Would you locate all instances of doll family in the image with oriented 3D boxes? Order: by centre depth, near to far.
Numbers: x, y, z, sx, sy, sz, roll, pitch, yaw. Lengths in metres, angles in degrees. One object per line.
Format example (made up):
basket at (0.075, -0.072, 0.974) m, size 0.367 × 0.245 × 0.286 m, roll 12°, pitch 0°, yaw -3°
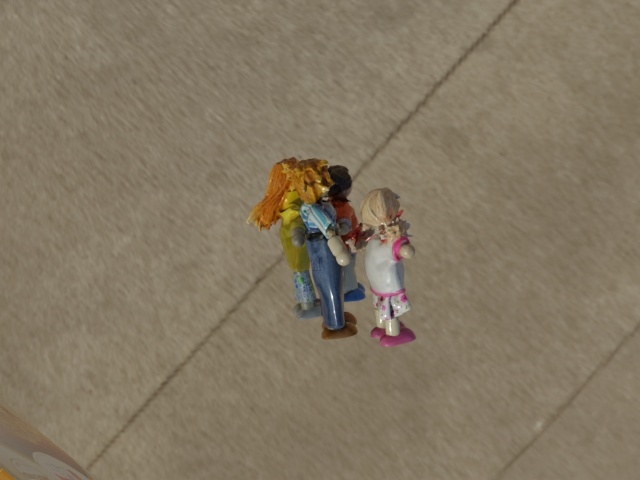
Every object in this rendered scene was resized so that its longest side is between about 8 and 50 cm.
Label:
doll family at (0.000, 0.000, 1.055) m, size 0.118 × 0.263 × 0.163 m, roll -11°, pitch 102°, yaw -12°

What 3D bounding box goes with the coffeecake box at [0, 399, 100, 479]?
coffeecake box at (-0.159, 0.078, 0.421) m, size 0.185 × 0.142 × 0.068 m, roll 35°, pitch 79°, yaw 16°
